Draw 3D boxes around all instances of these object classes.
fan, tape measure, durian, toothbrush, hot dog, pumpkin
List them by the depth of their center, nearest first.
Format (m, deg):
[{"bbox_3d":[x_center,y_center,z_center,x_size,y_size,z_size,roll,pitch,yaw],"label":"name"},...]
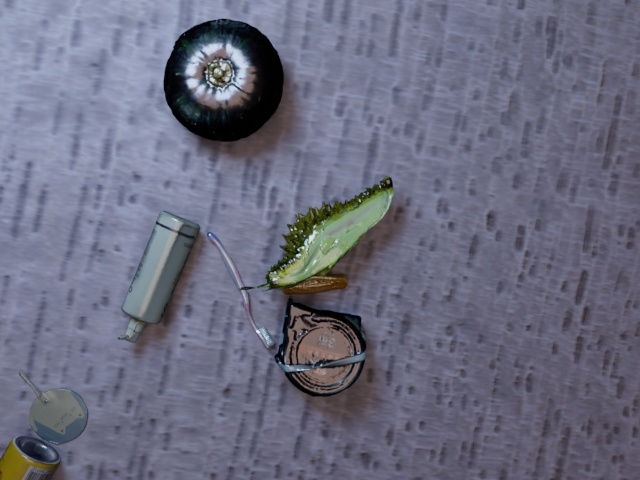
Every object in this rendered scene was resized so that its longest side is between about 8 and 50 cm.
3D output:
[{"bbox_3d":[-0.184,-0.302,1.380,0.233,0.163,0.233,0,92,-7],"label":"pumpkin"},{"bbox_3d":[-0.544,0.327,1.448,0.113,0.005,0.175,-38,99,-4],"label":"fan"},{"bbox_3d":[-0.001,-0.002,1.453,0.375,0.106,0.132,-39,100,-5],"label":"durian"},{"bbox_3d":[0.000,0.222,1.469,0.182,0.107,0.181,16,88,-9],"label":"tape measure"},{"bbox_3d":[-0.164,0.102,1.480,0.027,0.021,0.269,-29,98,-18],"label":"toothbrush"},{"bbox_3d":[-0.011,0.086,1.497,0.137,0.028,0.044,-7,121,-5],"label":"hot dog"}]

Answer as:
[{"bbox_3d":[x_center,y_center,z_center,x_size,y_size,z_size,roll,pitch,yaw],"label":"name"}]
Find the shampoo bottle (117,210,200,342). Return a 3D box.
[{"bbox_3d":[-0.324,0.076,1.423,0.085,0.085,0.263,23,90,-9],"label":"shampoo bottle"}]

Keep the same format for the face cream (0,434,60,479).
[{"bbox_3d":[-0.637,0.555,1.401,0.105,0.105,0.349,30,90,-9],"label":"face cream"}]
